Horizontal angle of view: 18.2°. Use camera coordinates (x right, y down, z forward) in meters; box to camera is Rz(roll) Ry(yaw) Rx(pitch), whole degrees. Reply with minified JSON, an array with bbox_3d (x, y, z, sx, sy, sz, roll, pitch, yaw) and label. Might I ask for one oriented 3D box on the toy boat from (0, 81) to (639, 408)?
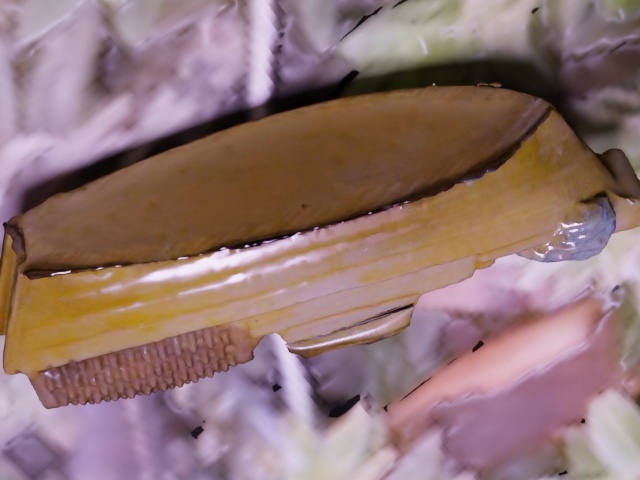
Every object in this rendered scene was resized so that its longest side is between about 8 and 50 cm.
[{"bbox_3d":[0.000,0.000,0.443,0.149,0.047,0.049,-15,134,-8],"label":"toy boat"}]
